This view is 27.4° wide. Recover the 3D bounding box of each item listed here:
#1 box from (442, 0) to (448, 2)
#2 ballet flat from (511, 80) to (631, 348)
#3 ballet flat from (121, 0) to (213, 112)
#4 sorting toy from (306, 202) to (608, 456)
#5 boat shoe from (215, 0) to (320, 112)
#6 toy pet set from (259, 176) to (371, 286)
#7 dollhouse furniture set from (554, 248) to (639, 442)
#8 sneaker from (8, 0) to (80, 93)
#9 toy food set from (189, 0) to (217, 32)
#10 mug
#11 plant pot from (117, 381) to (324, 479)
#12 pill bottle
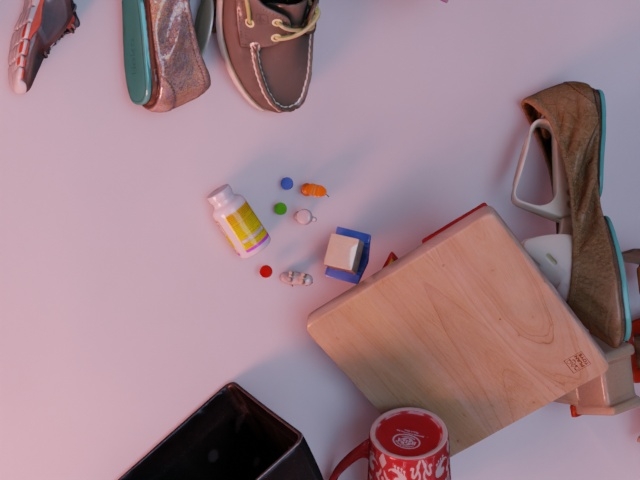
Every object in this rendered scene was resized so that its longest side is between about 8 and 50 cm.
[{"bbox_3d":[0.110,-0.433,1.479,0.213,0.117,0.243,29,81,10],"label":"box"},{"bbox_3d":[0.298,-0.034,1.608,0.124,0.116,0.343,-2,76,-4],"label":"ballet flat"},{"bbox_3d":[-0.172,-0.302,1.441,0.106,0.107,0.316,-12,107,-28],"label":"ballet flat"},{"bbox_3d":[0.159,0.102,1.547,0.255,0.089,0.257,-32,115,18],"label":"sorting toy"},{"bbox_3d":[-0.052,-0.271,1.444,0.109,0.091,0.305,-26,125,-29],"label":"boat shoe"},{"bbox_3d":[0.000,0.000,1.560,0.114,0.065,0.122,14,85,13],"label":"toy pet set"},{"bbox_3d":[0.416,0.143,1.707,0.259,0.135,0.262,-15,100,-31],"label":"dollhouse furniture set"},{"bbox_3d":[-0.291,-0.230,1.416,0.064,0.061,0.158,16,89,-28],"label":"sneaker"},{"bbox_3d":[-0.095,-0.262,1.510,0.122,0.019,0.078,28,84,-21],"label":"toy food set"},{"bbox_3d":[0.087,0.292,1.545,0.150,0.113,0.169,-7,125,-7],"label":"mug"},{"bbox_3d":[-0.090,0.304,1.478,0.188,0.187,0.167,-40,119,-15],"label":"plant pot"},{"bbox_3d":[-0.096,-0.023,1.515,0.043,0.043,0.083,-37,107,-15],"label":"pill bottle"}]
